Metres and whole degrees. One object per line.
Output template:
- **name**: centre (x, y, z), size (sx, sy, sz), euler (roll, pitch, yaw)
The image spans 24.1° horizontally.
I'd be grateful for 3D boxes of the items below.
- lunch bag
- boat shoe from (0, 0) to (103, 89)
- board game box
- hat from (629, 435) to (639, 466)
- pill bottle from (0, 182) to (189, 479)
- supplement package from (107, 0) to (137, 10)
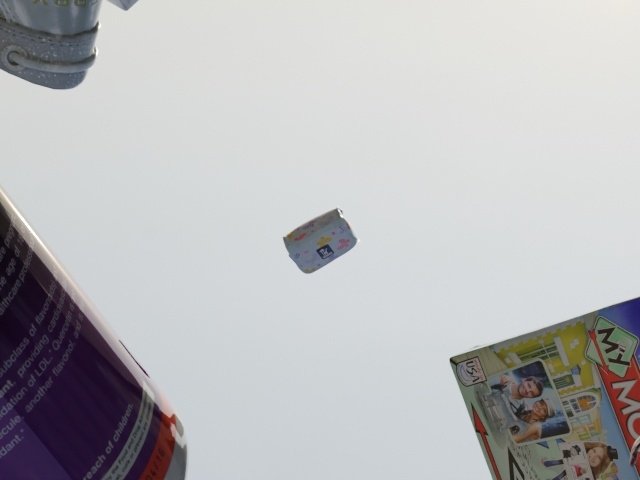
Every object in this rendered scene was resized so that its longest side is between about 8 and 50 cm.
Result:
- **lunch bag**: centre (0.000, 0.000, 1.590), size (0.071, 0.053, 0.083), euler (-29, 174, 3)
- **boat shoe**: centre (-0.231, -0.162, 0.738), size (0.320, 0.103, 0.118), euler (20, -155, 27)
- **board game box**: centre (0.248, 0.215, 1.232), size (0.046, 0.317, 0.213), euler (-17, 175, -45)
- **hat**: centre (0.296, 0.046, 0.803), size (0.183, 0.208, 0.173), euler (-39, -145, 37)
- **pill bottle**: centre (-0.220, 0.057, 0.820), size (0.181, 0.323, 0.181), euler (-22, -147, 15)
- **supplement package**: centre (-0.201, -0.303, 1.157), size (0.134, 0.139, 0.244), euler (-47, -129, -13)
